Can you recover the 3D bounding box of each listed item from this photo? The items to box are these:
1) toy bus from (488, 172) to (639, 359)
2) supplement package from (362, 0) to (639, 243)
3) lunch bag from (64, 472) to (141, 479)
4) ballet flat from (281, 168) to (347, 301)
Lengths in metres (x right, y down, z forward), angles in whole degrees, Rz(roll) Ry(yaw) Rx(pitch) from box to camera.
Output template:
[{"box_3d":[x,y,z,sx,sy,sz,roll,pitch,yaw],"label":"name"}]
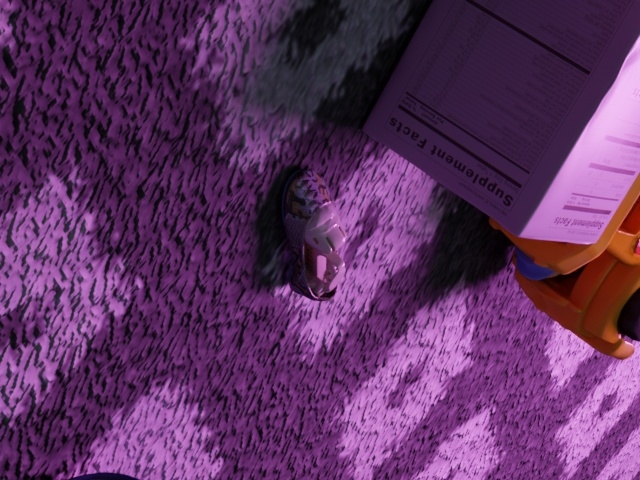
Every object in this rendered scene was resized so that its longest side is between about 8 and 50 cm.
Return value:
[{"box_3d":[0.206,-0.031,1.262,0.211,0.149,0.220,9,116,-47],"label":"toy bus"},{"box_3d":[0.161,-0.135,1.047,0.134,0.139,0.244,4,119,-59],"label":"supplement package"},{"box_3d":[-0.146,0.262,0.887,0.303,0.243,0.115,-26,142,-46],"label":"lunch bag"},{"box_3d":[0.000,0.000,1.051,0.041,0.041,0.114,-40,150,-27],"label":"ballet flat"}]
